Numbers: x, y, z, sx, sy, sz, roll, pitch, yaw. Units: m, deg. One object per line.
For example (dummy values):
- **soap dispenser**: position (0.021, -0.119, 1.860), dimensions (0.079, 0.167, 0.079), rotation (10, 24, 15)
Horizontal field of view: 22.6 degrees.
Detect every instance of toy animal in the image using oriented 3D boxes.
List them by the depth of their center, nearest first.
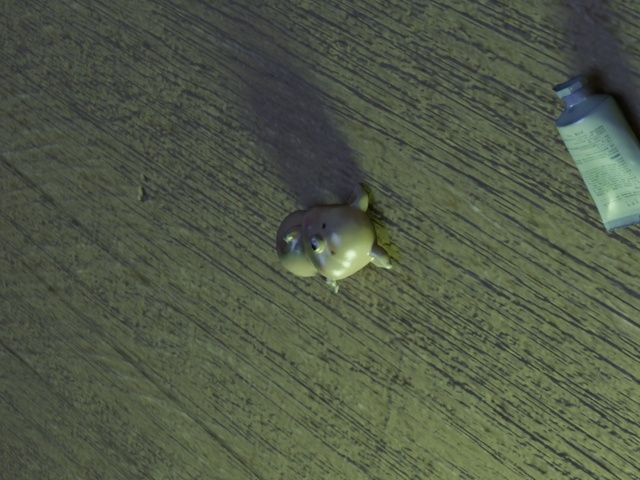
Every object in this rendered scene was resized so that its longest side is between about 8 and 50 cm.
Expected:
- **toy animal**: position (0.004, -0.003, 1.662), dimensions (0.150, 0.089, 0.083), rotation (-3, 126, 46)

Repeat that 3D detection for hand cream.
- **hand cream**: position (0.246, -0.077, 1.378), dimensions (0.084, 0.053, 0.142), rotation (-16, 110, 51)
